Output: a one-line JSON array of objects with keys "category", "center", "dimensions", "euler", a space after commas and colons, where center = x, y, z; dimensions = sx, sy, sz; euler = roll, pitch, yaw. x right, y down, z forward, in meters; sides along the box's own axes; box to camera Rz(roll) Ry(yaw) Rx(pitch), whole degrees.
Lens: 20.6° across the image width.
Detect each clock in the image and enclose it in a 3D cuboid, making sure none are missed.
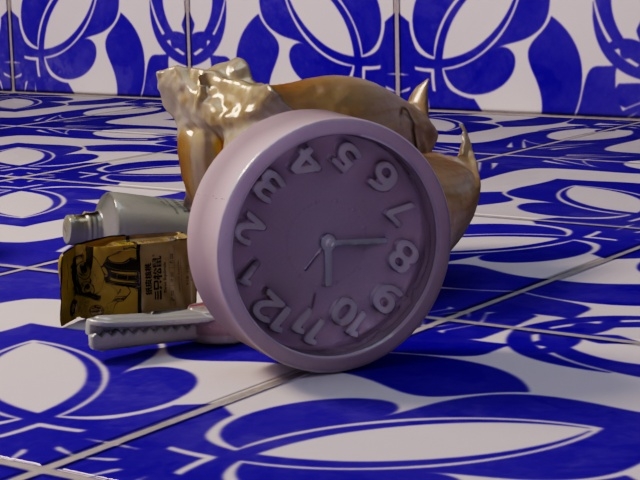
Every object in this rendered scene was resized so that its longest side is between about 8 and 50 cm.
[{"category": "clock", "center": [0.000, 0.000, 1.353], "dimensions": [0.196, 0.197, 0.068], "euler": [-6, 12, -23]}]

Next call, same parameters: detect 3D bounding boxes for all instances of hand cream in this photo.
[{"category": "hand cream", "center": [-0.103, -0.013, 1.835], "dimensions": [0.340, 0.078, 0.124], "euler": [-1, 9, -26]}]

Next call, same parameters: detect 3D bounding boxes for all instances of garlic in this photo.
[{"category": "garlic", "center": [0.008, -0.066, 1.687], "dimensions": [0.286, 0.250, 0.313], "euler": [-7, -15, 41]}]

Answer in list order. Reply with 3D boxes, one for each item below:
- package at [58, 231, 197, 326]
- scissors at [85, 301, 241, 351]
[{"category": "package", "center": [-0.174, 0.033, 1.557], "dimensions": [0.131, 0.071, 0.047], "euler": [-7, 17, -23]}, {"category": "scissors", "center": [-0.081, 0.068, 1.455], "dimensions": [0.242, 0.031, 0.118], "euler": [-3, 9, -33]}]
